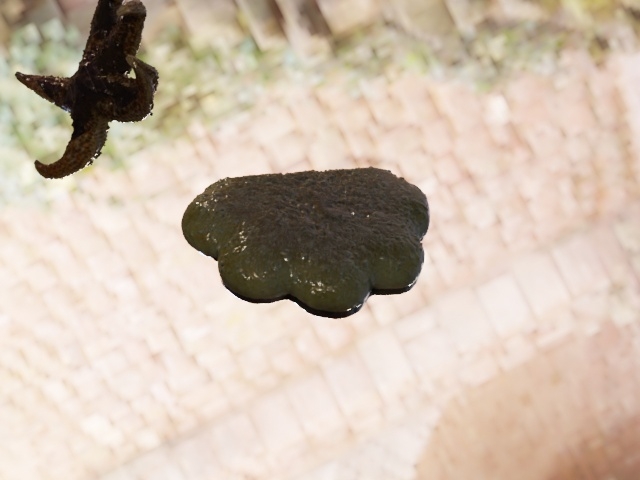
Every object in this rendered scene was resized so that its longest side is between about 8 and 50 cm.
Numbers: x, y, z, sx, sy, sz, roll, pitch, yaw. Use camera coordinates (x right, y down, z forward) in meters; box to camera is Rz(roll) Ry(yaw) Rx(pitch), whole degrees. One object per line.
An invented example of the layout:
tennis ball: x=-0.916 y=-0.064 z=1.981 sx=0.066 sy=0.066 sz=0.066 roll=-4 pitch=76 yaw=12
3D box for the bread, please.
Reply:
bread: x=0.000 y=0.000 z=2.119 sx=0.207 sy=0.286 sz=0.056 roll=-115 pitch=24 yaw=-44

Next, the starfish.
starfish: x=-0.248 y=-0.170 z=2.109 sx=0.071 sy=0.238 sz=0.216 roll=13 pitch=-164 yaw=-38
